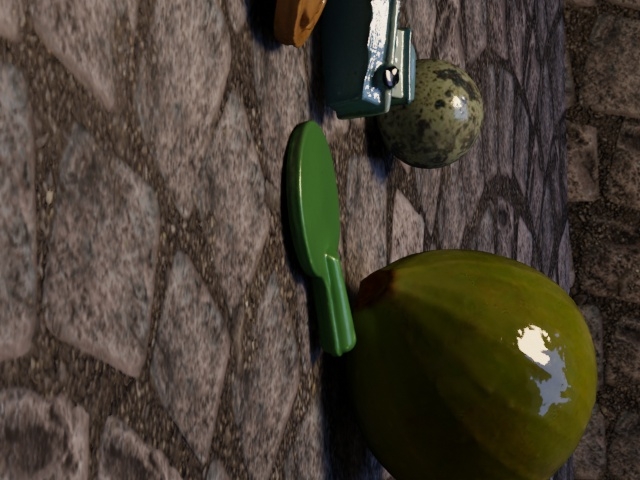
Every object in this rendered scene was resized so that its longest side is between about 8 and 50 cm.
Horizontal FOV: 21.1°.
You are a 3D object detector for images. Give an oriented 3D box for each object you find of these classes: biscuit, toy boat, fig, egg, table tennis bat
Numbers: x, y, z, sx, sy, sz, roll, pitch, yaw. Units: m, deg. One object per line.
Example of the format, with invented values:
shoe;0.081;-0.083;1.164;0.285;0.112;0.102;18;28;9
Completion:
biscuit;0.010;-0.313;1.722;0.288;0.044;0.202;-65;171;-50
toy boat;0.061;-0.249;1.878;0.098;0.109;0.237;7;82;-45
fig;0.155;0.140;1.964;0.316;0.316;0.316;0;90;-74
egg;0.134;-0.153;2.117;0.172;0.132;0.132;80;14;-75
table tennis bat;0.000;0.000;1.821;0.160;0.039;0.257;-52;134;-67
